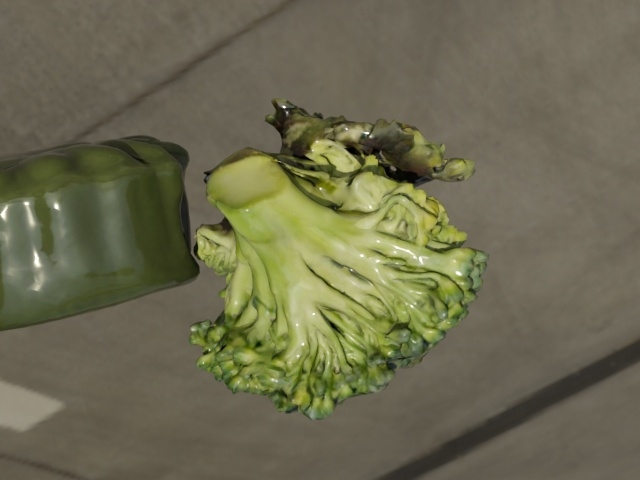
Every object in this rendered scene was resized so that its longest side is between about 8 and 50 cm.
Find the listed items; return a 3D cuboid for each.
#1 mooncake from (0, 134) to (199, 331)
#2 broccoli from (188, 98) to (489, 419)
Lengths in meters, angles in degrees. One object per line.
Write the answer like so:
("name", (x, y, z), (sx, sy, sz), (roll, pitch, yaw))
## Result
("mooncake", (-0.299, -0.019, 1.473), (0.351, 0.187, 0.351), (-12, -169, 2))
("broccoli", (0.009, 0.014, 1.341), (0.324, 0.334, 0.272), (-11, 138, -8))
